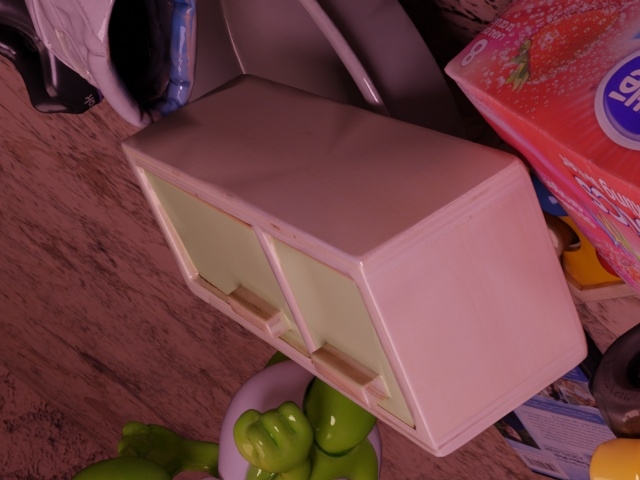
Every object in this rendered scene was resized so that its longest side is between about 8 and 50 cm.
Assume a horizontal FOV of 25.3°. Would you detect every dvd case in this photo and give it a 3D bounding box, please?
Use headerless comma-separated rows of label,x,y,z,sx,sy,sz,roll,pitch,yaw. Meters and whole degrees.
dvd case,0.184,0.129,1.136,0.180,0.022,0.253,9,147,49

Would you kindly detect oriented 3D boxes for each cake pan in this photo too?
cake pan,-0.006,-0.072,0.831,0.293,0.054,0.293,48,158,26

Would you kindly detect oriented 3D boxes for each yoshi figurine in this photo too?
yoshi figurine,-0.080,0.171,1.156,0.203,0.362,0.203,28,159,22

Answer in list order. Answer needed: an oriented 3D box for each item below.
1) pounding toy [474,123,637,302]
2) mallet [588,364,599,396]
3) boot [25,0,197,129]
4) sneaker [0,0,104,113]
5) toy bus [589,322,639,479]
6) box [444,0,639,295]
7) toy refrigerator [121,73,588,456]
pounding toy,0.144,-0.012,0.776,0.130,0.100,0.141,41,159,-13
mallet,0.272,0.121,0.966,0.190,0.039,0.062,8,146,45
boot,-0.113,-0.179,0.743,0.123,0.095,0.258,46,156,37
sneaker,-0.237,-0.200,0.935,0.283,0.124,0.107,40,159,-10
toy bus,0.255,0.067,0.622,0.211,0.220,0.149,0,135,48
box,0.185,-0.023,0.483,0.154,0.142,0.300,45,-178,-26
toy refrigerator,0.000,0.000,0.691,0.269,0.094,0.102,26,143,58
